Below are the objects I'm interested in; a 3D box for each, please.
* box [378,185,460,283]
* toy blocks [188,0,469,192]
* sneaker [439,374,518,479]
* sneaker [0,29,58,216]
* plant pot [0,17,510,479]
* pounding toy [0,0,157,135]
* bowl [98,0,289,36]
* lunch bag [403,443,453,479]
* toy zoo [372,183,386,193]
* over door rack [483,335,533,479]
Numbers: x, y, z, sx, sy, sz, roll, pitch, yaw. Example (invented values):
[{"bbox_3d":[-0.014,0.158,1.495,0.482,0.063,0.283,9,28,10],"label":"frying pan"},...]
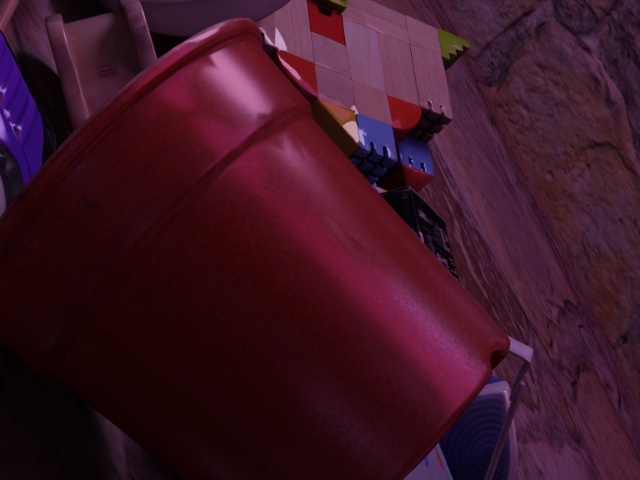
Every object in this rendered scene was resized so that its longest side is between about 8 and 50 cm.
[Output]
[{"bbox_3d":[0.117,0.089,1.414,0.322,0.079,0.257,23,56,-77],"label":"box"},{"bbox_3d":[0.005,-0.159,1.374,0.381,0.191,0.261,17,49,-30],"label":"toy blocks"},{"bbox_3d":[0.128,0.278,1.231,0.182,0.127,0.315,-62,149,-80],"label":"sneaker"},{"bbox_3d":[-0.252,-0.105,0.862,0.146,0.102,0.293,21,49,-68],"label":"sneaker"},{"bbox_3d":[-0.041,0.048,0.805,0.265,0.272,0.272,44,19,4],"label":"plant pot"},{"bbox_3d":[-0.203,-0.114,1.025,0.154,0.155,0.269,139,-65,-81],"label":"pounding toy"},{"bbox_3d":[-0.115,-0.302,1.248,0.134,0.298,0.297,80,-3,-56],"label":"bowl"},{"bbox_3d":[-0.012,0.148,1.037,0.262,0.160,0.223,68,20,-1],"label":"lunch bag"},{"bbox_3d":[0.073,-0.049,1.700,0.192,0.030,0.293,55,21,-22],"label":"toy zoo"},{"bbox_3d":[0.127,0.263,0.931,0.239,0.108,0.324,-60,154,-62],"label":"over door rack"}]
